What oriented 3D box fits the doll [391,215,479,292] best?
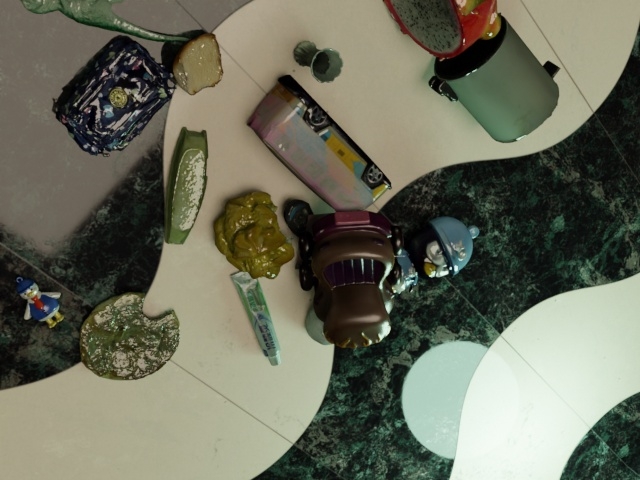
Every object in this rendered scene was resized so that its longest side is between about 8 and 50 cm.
[{"bbox_3d":[0.305,0.042,2.124,0.314,0.141,0.177,-30,121,-5],"label":"doll"}]

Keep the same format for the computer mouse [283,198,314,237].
[{"bbox_3d":[-0.055,-0.058,1.968,0.079,0.047,0.135,-46,133,-9],"label":"computer mouse"}]

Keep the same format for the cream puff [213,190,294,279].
[{"bbox_3d":[-0.162,0.000,1.868,0.195,0.195,0.221,-33,117,-10],"label":"cream puff"}]

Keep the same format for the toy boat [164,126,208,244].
[{"bbox_3d":[-0.318,-0.120,1.813,0.093,0.055,0.293,6,107,-24],"label":"toy boat"}]

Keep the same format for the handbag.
[{"bbox_3d":[-0.439,-0.304,1.651,0.260,0.113,0.162,-50,129,-9],"label":"handbag"}]

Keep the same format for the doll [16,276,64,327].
[{"bbox_3d":[-0.655,0.138,1.761,0.099,0.058,0.143,-35,115,-9],"label":"doll"}]

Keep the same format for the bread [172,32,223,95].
[{"bbox_3d":[-0.278,-0.396,1.712,0.129,0.044,0.126,-42,135,-42],"label":"bread"}]

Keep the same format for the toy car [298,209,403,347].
[{"bbox_3d":[0.081,0.106,1.919,0.271,0.240,0.340,-4,136,-1],"label":"toy car"}]

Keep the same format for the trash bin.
[{"bbox_3d":[0.455,-0.417,1.963,0.277,0.217,0.262,-44,123,9],"label":"trash bin"}]

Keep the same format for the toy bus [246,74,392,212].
[{"bbox_3d":[-0.001,-0.213,1.870,0.162,0.171,0.386,-44,123,8],"label":"toy bus"}]

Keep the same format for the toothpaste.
[{"bbox_3d":[-0.160,0.207,2.028,0.075,0.048,0.296,-24,116,-16],"label":"toothpaste"}]

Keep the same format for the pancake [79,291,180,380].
[{"bbox_3d":[-0.479,0.244,1.896,0.254,0.037,0.253,-9,113,-21],"label":"pancake"}]

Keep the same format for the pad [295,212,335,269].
[{"bbox_3d":[0.000,0.000,2.006,0.113,0.006,0.187,-6,133,-24],"label":"pad"}]

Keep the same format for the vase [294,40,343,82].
[{"bbox_3d":[-0.012,-0.425,1.780,0.081,0.148,0.081,-10,118,-20],"label":"vase"}]

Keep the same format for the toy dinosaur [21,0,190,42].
[{"bbox_3d":[-0.428,-0.493,1.590,0.383,0.076,0.129,11,137,-22],"label":"toy dinosaur"}]

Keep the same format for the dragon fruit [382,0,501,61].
[{"bbox_3d":[0.313,-0.601,1.790,0.226,0.305,0.305,-37,121,-16],"label":"dragon fruit"}]

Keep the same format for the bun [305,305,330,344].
[{"bbox_3d":[0.031,0.226,2.101,0.141,0.083,0.140,-8,111,-23],"label":"bun"}]
